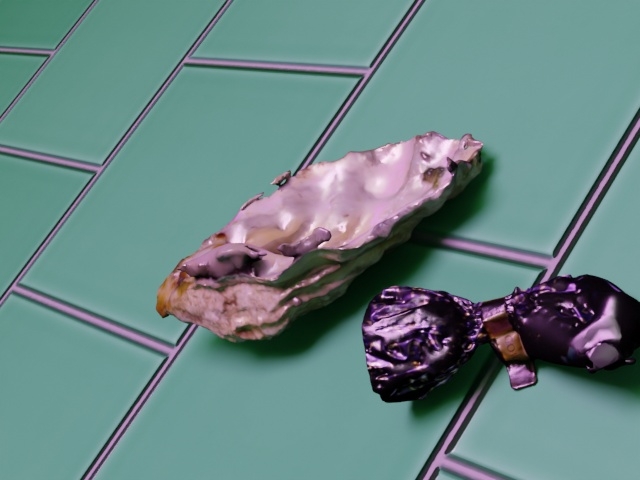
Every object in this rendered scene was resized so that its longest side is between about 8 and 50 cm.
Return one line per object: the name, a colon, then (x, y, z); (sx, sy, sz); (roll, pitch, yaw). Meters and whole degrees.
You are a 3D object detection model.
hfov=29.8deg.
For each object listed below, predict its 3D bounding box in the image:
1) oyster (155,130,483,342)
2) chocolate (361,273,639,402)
oyster: (0.007, -0.001, 0.734); (0.209, 0.072, 0.133); (-32, 25, -18)
chocolate: (0.095, 0.050, 0.607); (0.147, 0.070, 0.072); (-3, 41, 30)
